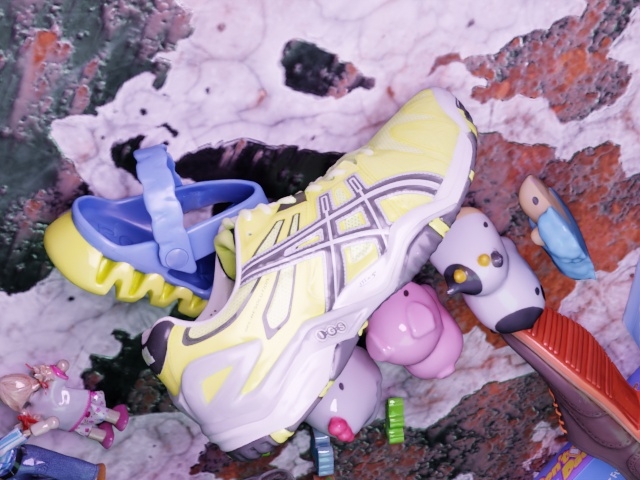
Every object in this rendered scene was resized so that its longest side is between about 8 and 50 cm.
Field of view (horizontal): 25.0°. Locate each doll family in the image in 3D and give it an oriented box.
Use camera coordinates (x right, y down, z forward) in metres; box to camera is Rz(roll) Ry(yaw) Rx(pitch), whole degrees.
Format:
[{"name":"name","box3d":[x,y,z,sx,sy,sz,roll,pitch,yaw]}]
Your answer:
[{"name":"doll family","box3d":[-0.313,0.242,1.451,0.163,0.118,0.263,23,119,-30]}]

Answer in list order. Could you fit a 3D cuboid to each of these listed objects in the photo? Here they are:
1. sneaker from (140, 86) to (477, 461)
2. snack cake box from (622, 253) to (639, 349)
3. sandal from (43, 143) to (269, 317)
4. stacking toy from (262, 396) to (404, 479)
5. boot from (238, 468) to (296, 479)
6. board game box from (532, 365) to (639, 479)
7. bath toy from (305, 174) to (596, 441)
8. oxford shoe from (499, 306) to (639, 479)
[{"name":"sneaker","box3d":[0.000,0.000,1.242,0.147,0.145,0.384,40,67,-10]},{"name":"snack cake box","box3d":[0.420,0.005,1.485,0.152,0.089,0.264,-6,129,-12]},{"name":"sandal","box3d":[-0.083,0.005,1.325,0.317,0.126,0.138,16,119,-28]},{"name":"stacking toy","box3d":[0.003,0.261,1.605,0.167,0.052,0.221,-6,127,-11]},{"name":"boot","box3d":[-0.145,0.306,1.499,0.209,0.190,0.076,-13,101,28]},{"name":"board game box","box3d":[0.386,0.310,1.679,0.233,0.078,0.347,33,116,-9]},{"name":"bath toy","box3d":[0.107,0.082,1.431,0.348,0.129,0.151,-38,107,15]},{"name":"oxford shoe","box3d":[0.276,0.170,1.535,0.271,0.097,0.098,41,122,-7]}]
